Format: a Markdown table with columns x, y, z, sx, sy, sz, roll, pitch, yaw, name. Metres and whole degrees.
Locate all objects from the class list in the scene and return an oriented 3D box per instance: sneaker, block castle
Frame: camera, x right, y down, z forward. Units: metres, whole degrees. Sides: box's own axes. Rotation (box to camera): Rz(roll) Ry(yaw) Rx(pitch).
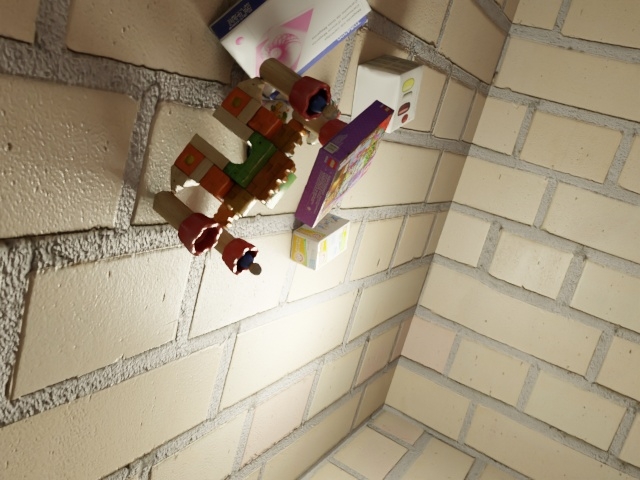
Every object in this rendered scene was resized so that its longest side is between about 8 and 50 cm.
| x | y | z | sx | sy | sz | roll | pitch | yaw | name |
| --- | --- | --- | --- | --- | --- | --- | --- | --- | --- |
| -0.004 | -0.353 | 1.754 | 0.161 | 0.057 | 0.075 | -55 | 136 | -23 | sneaker |
| -0.125 | -0.147 | 1.347 | 0.453 | 0.213 | 0.303 | -51 | 158 | -1 | block castle |

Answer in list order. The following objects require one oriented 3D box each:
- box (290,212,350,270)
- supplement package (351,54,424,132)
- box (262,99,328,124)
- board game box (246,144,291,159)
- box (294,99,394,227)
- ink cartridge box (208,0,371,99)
| x | y | z | sx | sy | sz | roll | pitch | yaw | name |
| --- | --- | --- | --- | --- | --- | --- | --- | --- | --- |
| 0.000 | 0.000 | 1.978 | 0.203 | 0.103 | 0.114 | -33 | 138 | -51 | box |
| 0.222 | -0.485 | 1.972 | 0.203 | 0.149 | 0.194 | -38 | 142 | -49 | supplement package |
| -0.094 | -0.326 | 1.526 | 0.324 | 0.067 | 0.063 | -21 | 114 | -54 | box |
| -0.130 | -0.258 | 1.595 | 0.186 | 0.026 | 0.126 | -37 | 142 | -49 | board game box |
| 0.058 | -0.181 | 1.383 | 0.293 | 0.057 | 0.201 | -48 | 167 | -45 | box |
| -0.042 | -0.482 | 1.369 | 0.324 | 0.071 | 0.330 | -39 | 154 | 7 | ink cartridge box |
